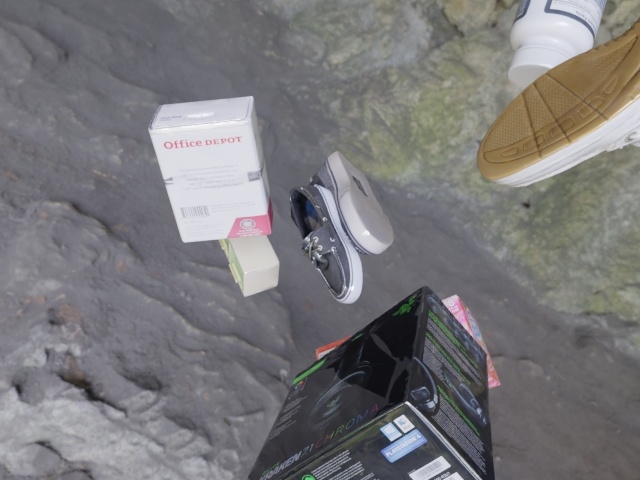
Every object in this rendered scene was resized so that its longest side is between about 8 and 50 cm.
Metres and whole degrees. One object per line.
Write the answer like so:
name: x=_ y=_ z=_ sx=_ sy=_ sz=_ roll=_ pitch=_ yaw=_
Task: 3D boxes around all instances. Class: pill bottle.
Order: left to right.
pill bottle: x=0.314 y=-0.293 z=0.803 sx=0.107 sy=0.180 sz=0.108 roll=20 pitch=-8 yaw=3

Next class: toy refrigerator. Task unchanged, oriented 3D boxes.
toy refrigerator: x=-0.191 y=-0.011 z=1.423 sx=0.094 sy=0.102 sz=0.270 roll=-17 pitch=58 yaw=-19

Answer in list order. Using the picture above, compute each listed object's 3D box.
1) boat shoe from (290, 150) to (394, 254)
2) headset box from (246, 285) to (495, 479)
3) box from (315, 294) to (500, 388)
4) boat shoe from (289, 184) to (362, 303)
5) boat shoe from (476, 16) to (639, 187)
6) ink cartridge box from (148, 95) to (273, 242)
boat shoe: x=0.031 y=-0.039 z=1.179 sx=0.127 sy=0.158 sz=0.341 roll=38 pitch=19 yaw=-23
headset box: x=0.065 y=0.211 z=0.716 sx=0.131 sy=0.246 sz=0.283 roll=48 pitch=24 yaw=-6
box: x=0.161 y=0.238 z=1.143 sx=0.142 sy=0.299 sz=0.154 roll=39 pitch=31 yaw=-55
boat shoe: x=0.000 y=0.000 z=0.983 sx=0.076 sy=0.080 sz=0.229 roll=6 pitch=55 yaw=-34
boat shoe: x=0.269 y=-0.120 z=0.514 sx=0.096 sy=0.277 sz=0.098 roll=33 pitch=36 yaw=-35
ink cartridge box: x=-0.171 y=-0.114 z=0.989 sx=0.158 sy=0.218 sz=0.092 roll=-5 pitch=38 yaw=3
